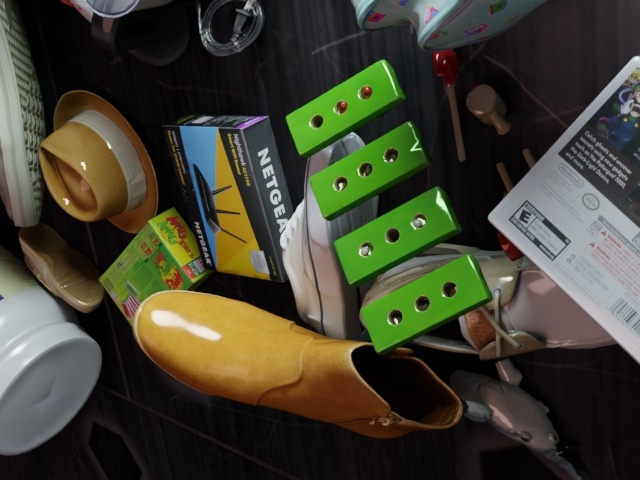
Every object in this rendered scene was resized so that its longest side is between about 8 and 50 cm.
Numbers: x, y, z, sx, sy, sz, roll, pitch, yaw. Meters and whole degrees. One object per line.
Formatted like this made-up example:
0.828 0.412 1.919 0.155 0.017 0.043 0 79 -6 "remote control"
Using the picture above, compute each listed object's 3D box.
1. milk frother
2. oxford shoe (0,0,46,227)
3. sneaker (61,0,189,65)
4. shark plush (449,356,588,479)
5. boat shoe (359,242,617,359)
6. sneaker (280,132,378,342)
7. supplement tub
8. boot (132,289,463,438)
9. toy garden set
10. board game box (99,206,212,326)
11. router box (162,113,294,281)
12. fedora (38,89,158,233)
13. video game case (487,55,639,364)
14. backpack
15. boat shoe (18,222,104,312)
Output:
-0.143 -0.239 1.188 0.143 0.134 0.129 11 110 23 "milk frother"
-0.411 -0.203 1.444 0.169 0.130 0.449 -101 3 -48 "oxford shoe"
-0.252 -0.284 1.330 0.270 0.090 0.145 47 159 -5 "sneaker"
0.200 0.174 1.210 0.161 0.073 0.067 29 158 2 "shark plush"
0.165 0.061 1.102 0.302 0.103 0.113 -6 111 48 "boat shoe"
0.000 0.000 1.242 0.091 0.094 0.258 21 130 31 "sneaker"
-0.489 0.125 1.731 0.324 0.235 0.235 36 137 24 "supplement tub"
-0.021 0.112 1.191 0.295 0.104 0.211 25 161 -18 "boot"
0.101 -0.050 1.070 0.203 0.049 0.244 -29 65 18 "toy garden set"
-0.204 0.041 1.526 0.092 0.043 0.181 53 142 4 "board game box"
-0.094 -0.049 1.346 0.133 0.046 0.179 6 120 44 "router box"
-0.281 -0.084 1.493 0.194 0.079 0.194 26 132 33 "fedora"
0.255 -0.016 0.948 0.190 0.022 0.173 45 105 15 "video game case"
0.104 -0.223 0.923 0.188 0.165 0.144 -21 90 53 "backpack"
-0.351 0.045 1.674 0.170 0.063 0.059 45 143 30 "boat shoe"
